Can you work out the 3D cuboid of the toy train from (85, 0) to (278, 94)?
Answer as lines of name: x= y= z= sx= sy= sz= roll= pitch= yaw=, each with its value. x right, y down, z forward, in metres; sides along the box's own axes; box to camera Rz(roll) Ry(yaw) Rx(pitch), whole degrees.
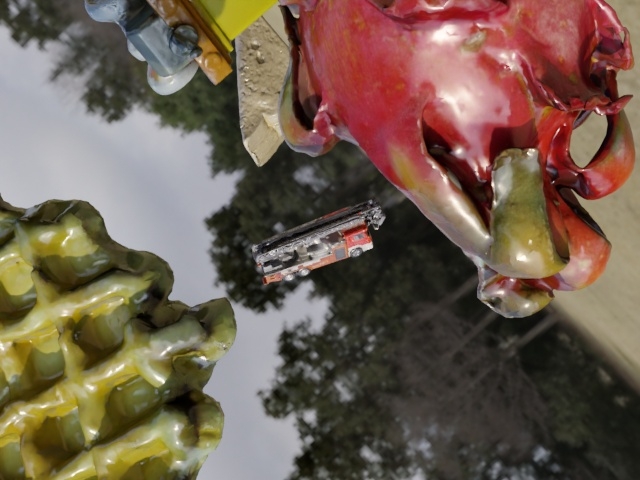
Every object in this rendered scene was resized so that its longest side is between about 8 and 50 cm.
toy train: x=-0.104 y=-0.187 z=0.757 sx=0.089 sy=0.127 sz=0.219 roll=51 pitch=-179 yaw=-37

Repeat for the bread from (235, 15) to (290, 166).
bread: x=-0.073 y=-0.169 z=1.073 sx=0.152 sy=0.105 sz=0.077 roll=50 pitch=178 yaw=15

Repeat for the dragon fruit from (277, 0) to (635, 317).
dragon fruit: x=0.101 y=-0.121 z=0.671 sx=0.307 sy=0.243 sz=0.227 roll=38 pitch=177 yaw=-4

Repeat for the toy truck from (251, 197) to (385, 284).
toy truck: x=0.000 y=0.000 z=0.636 sx=0.032 sy=0.083 sz=0.024 roll=75 pitch=176 yaw=-50

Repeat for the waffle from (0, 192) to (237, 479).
waffle: x=-0.141 y=0.088 z=0.473 sx=0.204 sy=0.223 sz=0.054 roll=21 pitch=-176 yaw=16
